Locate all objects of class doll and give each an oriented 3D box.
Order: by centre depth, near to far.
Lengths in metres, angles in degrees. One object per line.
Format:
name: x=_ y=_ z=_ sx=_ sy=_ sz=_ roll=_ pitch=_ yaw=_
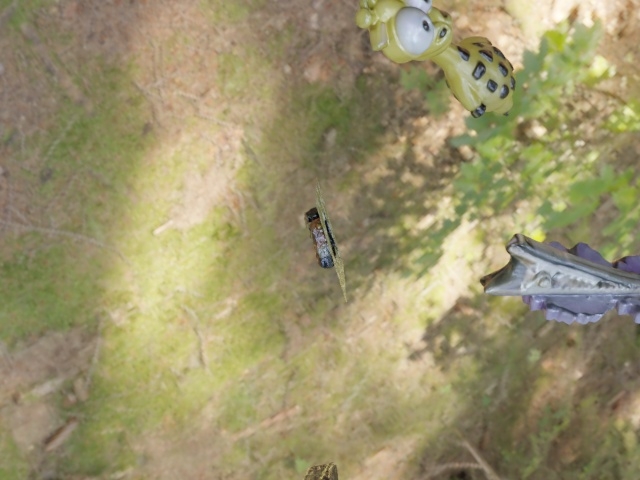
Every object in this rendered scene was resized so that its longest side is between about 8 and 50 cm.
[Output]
doll: x=0.154 y=-0.242 z=1.182 sx=0.086 sy=0.117 sz=0.291 roll=-18 pitch=149 yaw=42

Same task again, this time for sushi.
sushi: x=0.000 y=0.000 z=1.063 sx=0.026 sy=0.126 sz=0.120 roll=-15 pitch=109 yaw=5

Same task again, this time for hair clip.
hair clip: x=0.304 y=0.042 z=0.994 sx=0.292 sy=0.106 sz=0.084 roll=8 pitch=126 yaw=-16

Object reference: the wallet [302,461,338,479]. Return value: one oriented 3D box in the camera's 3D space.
wallet: x=0.007 y=0.365 z=0.852 sx=0.042 sy=0.309 sz=0.165 roll=-4 pitch=172 yaw=7
